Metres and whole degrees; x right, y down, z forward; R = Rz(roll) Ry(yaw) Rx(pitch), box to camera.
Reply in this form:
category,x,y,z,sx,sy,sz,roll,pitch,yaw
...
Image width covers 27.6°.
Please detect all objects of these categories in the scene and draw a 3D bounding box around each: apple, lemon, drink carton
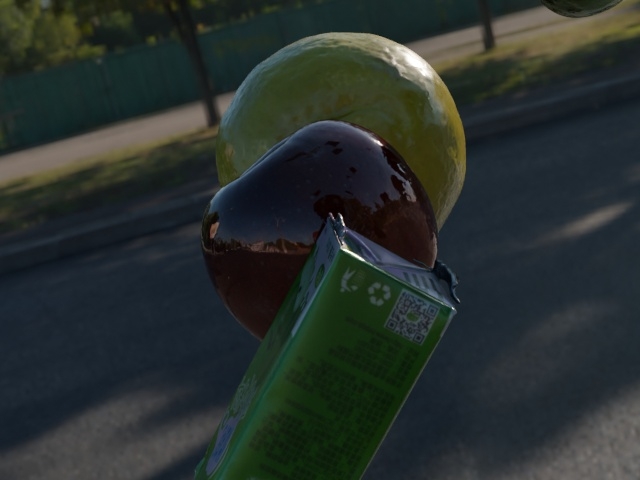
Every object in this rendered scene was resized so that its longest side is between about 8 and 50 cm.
category,x,y,z,sx,sy,sz,roll,pitch,yaw
apple,0.000,0.000,1.221,0.218,0.201,0.218,-44,6,6
lemon,0.025,-0.108,1.693,0.348,0.348,0.348,-14,10,2
drink carton,-0.001,0.122,1.036,0.108,0.271,0.161,27,8,-6

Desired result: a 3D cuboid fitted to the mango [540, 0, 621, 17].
category,x,y,z,sx,sy,sz,roll,pitch,yaw
mango,0.295,-0.310,1.434,0.125,0.111,0.233,-17,-1,-1
